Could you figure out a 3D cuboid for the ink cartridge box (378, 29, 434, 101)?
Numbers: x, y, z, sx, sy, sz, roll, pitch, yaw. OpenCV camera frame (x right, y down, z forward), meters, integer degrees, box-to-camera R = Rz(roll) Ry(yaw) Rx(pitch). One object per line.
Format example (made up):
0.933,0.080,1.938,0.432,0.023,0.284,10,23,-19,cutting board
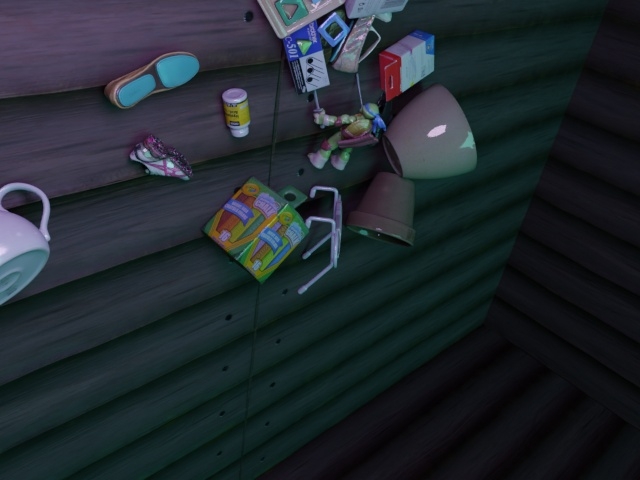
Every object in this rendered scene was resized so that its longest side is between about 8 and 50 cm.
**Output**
0.266,-0.566,1.916,0.231,0.078,0.134,-37,142,-23,ink cartridge box

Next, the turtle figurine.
0.062,-0.364,1.832,0.266,0.275,0.198,-54,175,37,turtle figurine

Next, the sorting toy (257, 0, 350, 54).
-0.058,-0.606,1.411,0.196,0.047,0.347,-29,120,7,sorting toy

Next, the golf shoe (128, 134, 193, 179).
-0.395,-0.195,1.477,0.086,0.067,0.186,-31,149,14,golf shoe

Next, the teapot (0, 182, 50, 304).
-0.696,0.018,1.198,0.252,0.187,0.256,-45,177,21,teapot

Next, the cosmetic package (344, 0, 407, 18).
0.131,-0.669,1.442,0.152,0.183,0.151,-12,177,-8,cosmetic package

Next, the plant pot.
0.246,-0.121,2.162,0.263,0.263,0.229,24,83,-55,plant pot

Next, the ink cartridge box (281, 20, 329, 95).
-0.043,-0.501,1.600,0.097,0.046,0.207,-20,139,-2,ink cartridge box

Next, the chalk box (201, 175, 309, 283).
-0.168,-0.054,1.759,0.289,0.180,0.179,-49,146,-9,chalk box

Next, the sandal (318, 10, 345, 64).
0.010,-0.563,1.647,0.072,0.049,0.180,-15,145,-36,sandal

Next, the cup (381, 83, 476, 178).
0.354,-0.340,2.053,0.237,0.331,0.331,-26,142,-3,cup

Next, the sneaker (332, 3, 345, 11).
0.049,-0.684,1.559,0.228,0.130,0.087,-15,163,-4,sneaker

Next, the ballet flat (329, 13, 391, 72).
0.136,-0.621,1.678,0.106,0.107,0.315,23,113,-15,ballet flat

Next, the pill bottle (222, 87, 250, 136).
-0.219,-0.333,1.552,0.065,0.065,0.116,-33,141,-28,pill bottle

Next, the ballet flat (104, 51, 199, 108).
-0.380,-0.369,1.325,0.232,0.073,0.080,-37,134,-34,ballet flat

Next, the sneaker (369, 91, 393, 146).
0.193,-0.408,1.997,0.170,0.051,0.089,-56,146,-5,sneaker

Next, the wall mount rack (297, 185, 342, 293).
0.000,0.000,1.966,0.350,0.131,0.303,-83,178,-56,wall mount rack
